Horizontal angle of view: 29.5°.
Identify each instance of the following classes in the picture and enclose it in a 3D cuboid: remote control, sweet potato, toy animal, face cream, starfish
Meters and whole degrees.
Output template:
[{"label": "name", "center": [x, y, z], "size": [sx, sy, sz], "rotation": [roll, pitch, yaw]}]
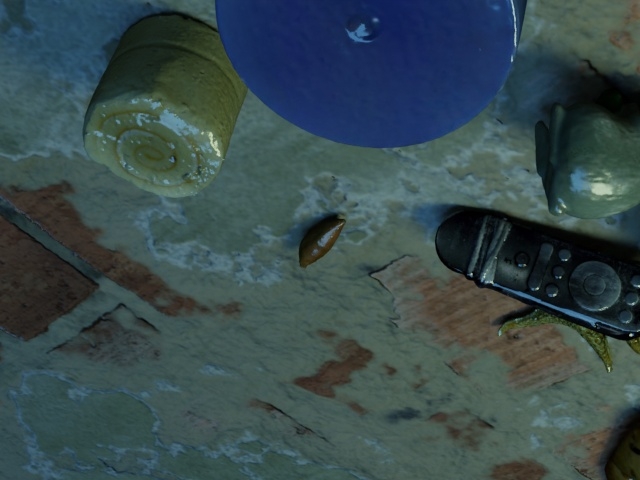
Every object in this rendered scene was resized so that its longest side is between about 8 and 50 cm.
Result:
[{"label": "remote control", "center": [0.256, 0.040, 1.376], "size": [0.266, 0.090, 0.066], "rotation": [21, 161, 8]}, {"label": "sweet potato", "center": [0.000, 0.000, 1.455], "size": [0.034, 0.034, 0.095], "rotation": [32, 125, -18]}, {"label": "toy animal", "center": [0.329, -0.080, 1.214], "size": [0.236, 0.138, 0.108], "rotation": [7, 170, -11]}, {"label": "face cream", "center": [0.056, -0.240, 1.033], "size": [0.249, 0.225, 0.249], "rotation": [9, 135, 9]}, {"label": "starfish", "center": [0.307, 0.087, 1.456], "size": [0.217, 0.050, 0.223], "rotation": [-20, 123, 42]}]

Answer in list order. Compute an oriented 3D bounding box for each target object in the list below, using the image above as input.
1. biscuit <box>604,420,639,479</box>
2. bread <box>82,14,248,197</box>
[{"label": "biscuit", "center": [0.524, 0.374, 1.577], "size": [0.359, 0.046, 0.359], "rotation": [36, 150, 25]}, {"label": "bread", "center": [-0.159, -0.141, 1.266], "size": [0.148, 0.141, 0.134], "rotation": [21, 139, -7]}]
